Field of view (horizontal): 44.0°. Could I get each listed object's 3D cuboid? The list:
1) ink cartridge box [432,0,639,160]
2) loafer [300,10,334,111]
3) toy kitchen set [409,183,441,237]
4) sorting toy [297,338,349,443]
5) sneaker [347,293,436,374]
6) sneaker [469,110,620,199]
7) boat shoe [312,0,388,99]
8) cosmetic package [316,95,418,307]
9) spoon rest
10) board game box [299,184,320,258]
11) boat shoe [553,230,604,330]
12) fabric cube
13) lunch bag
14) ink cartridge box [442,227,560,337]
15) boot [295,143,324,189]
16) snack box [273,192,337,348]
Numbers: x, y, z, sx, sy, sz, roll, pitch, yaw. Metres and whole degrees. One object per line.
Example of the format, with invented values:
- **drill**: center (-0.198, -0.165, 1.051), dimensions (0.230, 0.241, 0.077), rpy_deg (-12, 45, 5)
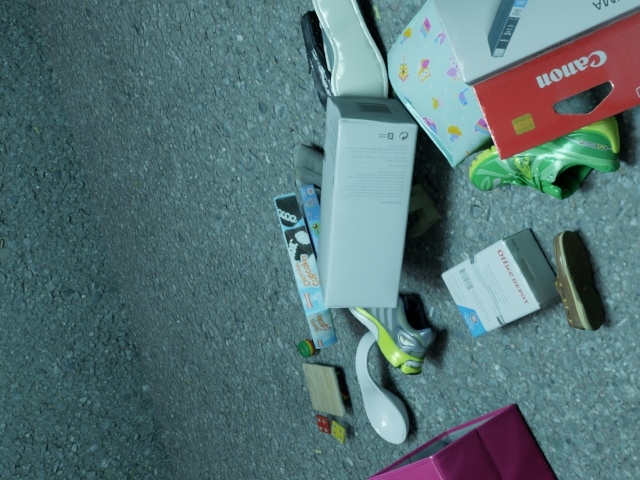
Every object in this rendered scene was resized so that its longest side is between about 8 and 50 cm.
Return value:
- **ink cartridge box**: center (0.348, -0.292, 1.151), dimensions (0.296, 0.066, 0.261), rpy_deg (-22, 87, 19)
- **loafer**: center (0.000, -0.383, 1.715), dimensions (0.078, 0.076, 0.223), rpy_deg (-13, 99, 48)
- **toy kitchen set**: center (0.186, -0.057, 1.622), dimensions (0.083, 0.068, 0.075), rpy_deg (59, 144, 17)
- **sorting toy**: center (0.023, 0.392, 2.082), dimensions (0.132, 0.046, 0.274), rpy_deg (-2, 103, 54)
- **sneaker**: center (0.157, 0.153, 1.753), dimensions (0.121, 0.111, 0.300), rpy_deg (-55, 53, 21)
- **sneaker**: center (0.361, -0.120, 1.314), dimensions (0.295, 0.109, 0.123), rpy_deg (-18, 87, 55)
- **boat shoe**: center (0.066, -0.387, 1.637), dimensions (0.099, 0.116, 0.319), rpy_deg (-72, -36, -74)
- **cosmetic package**: center (0.084, -0.078, 1.585), dimensions (0.217, 0.156, 0.385), rpy_deg (-104, 18, -68)
- **spoon rest**: center (0.139, 0.353, 1.872), dimensions (0.137, 0.084, 0.276), rpy_deg (-2, 104, 54)
- **board game box**: center (0.000, 0.000, 1.828), dimensions (0.160, 0.039, 0.211), rpy_deg (-107, 3, -56)
- **boat shoe**: center (0.427, 0.071, 1.355), dimensions (0.060, 0.064, 0.178), rpy_deg (-10, 100, 53)
- **fabric cube**: center (0.296, 0.519, 1.580), dimensions (0.254, 0.259, 0.258), rpy_deg (-42, 72, 52)
- **lunch bag**: center (0.246, -0.297, 1.348), dimensions (0.262, 0.160, 0.223), rpy_deg (57, 144, 10)
- **ink cartridge box**: center (0.334, 0.082, 1.472), dimensions (0.191, 0.082, 0.139), rpy_deg (-39, 74, 53)
- **boot**: center (0.024, -0.177, 1.796), dimensions (0.208, 0.076, 0.189), rpy_deg (42, 137, 44)
- **snack box**: center (-0.035, 0.070, 1.848), dimensions (0.187, 0.060, 0.322), rpy_deg (77, 177, -58)
